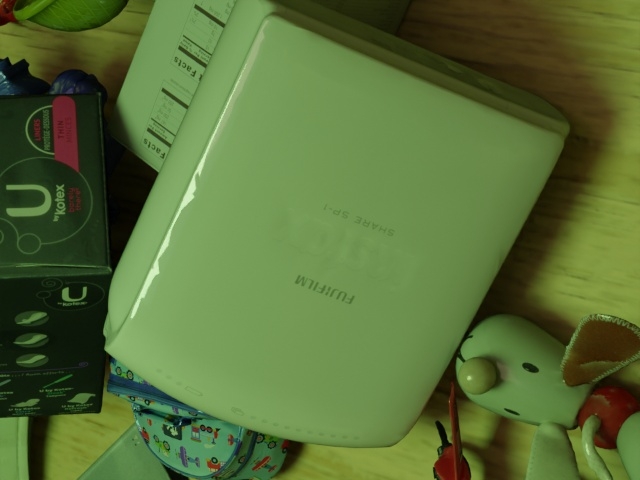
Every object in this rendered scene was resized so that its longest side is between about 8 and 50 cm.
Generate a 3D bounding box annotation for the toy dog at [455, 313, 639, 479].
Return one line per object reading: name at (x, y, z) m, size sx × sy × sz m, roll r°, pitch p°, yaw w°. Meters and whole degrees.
toy dog at (0.213, 0.156, 1.042) m, size 0.333 × 0.161 × 0.220 m, roll 2°, pitch 94°, yaw 37°

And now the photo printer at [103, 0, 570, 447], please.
photo printer at (0.000, 0.000, 1.140) m, size 0.307 × 0.256 × 0.107 m, roll -63°, pitch 18°, yaw 18°

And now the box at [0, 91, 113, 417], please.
box at (-0.245, 0.020, 1.291) m, size 0.270 × 0.143 × 0.165 m, roll 108°, pitch 158°, yaw -60°

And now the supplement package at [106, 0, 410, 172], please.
supplement package at (-0.040, -0.158, 1.226) m, size 0.134 × 0.139 × 0.244 m, roll 37°, pitch 114°, yaw 28°

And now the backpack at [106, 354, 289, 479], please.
backpack at (-0.097, 0.118, 1.304) m, size 0.158 × 0.117 × 0.173 m, roll 17°, pitch 105°, yaw 35°

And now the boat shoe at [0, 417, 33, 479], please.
boat shoe at (-0.327, 0.221, 1.519) m, size 0.099 × 0.116 × 0.319 m, roll -109°, pitch 27°, yaw -67°

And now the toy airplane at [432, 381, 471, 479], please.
toy airplane at (0.101, 0.186, 1.156) m, size 0.028 × 0.151 × 0.151 m, roll -12°, pitch 85°, yaw -1°

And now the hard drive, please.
hard drive at (-0.173, 0.234, 1.428) m, size 0.135 × 0.022 × 0.094 m, roll -45°, pitch 67°, yaw 31°

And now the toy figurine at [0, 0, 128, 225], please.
toy figurine at (-0.225, -0.118, 1.406) m, size 0.362 × 0.191 × 0.217 m, roll -30°, pitch 105°, yaw 29°
